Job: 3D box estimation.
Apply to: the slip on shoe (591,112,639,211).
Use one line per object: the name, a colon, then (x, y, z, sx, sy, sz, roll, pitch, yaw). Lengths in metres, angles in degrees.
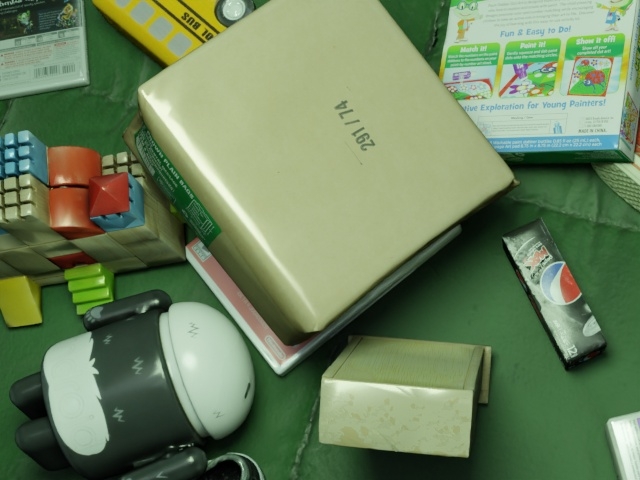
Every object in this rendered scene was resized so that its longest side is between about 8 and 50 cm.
slip on shoe: (0.458, -0.031, 1.532, 0.101, 0.123, 0.331, -44, 69, -7)

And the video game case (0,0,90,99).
video game case: (-0.403, -0.273, 1.780, 0.190, 0.022, 0.173, -9, 75, 8)

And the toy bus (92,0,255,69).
toy bus: (-0.169, -0.280, 1.699, 0.332, 0.108, 0.130, 40, 87, 16)

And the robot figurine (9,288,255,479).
robot figurine: (-0.213, 0.177, 1.559, 0.278, 0.173, 0.209, -19, 97, 4)

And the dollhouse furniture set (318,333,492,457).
dollhouse furniture set: (0.084, 0.324, 1.481, 0.362, 0.256, 0.394, 4, 97, 10)

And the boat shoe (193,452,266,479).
boat shoe: (-0.188, 0.362, 1.539, 0.306, 0.105, 0.113, -39, 73, -2)

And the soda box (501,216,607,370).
soda box: (0.271, 0.062, 1.563, 0.053, 0.060, 0.169, -26, 73, 1)

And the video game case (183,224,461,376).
video game case: (0.000, 0.000, 1.642, 0.285, 0.025, 0.204, -39, 73, -2)

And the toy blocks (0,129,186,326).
toy blocks: (-0.337, -0.034, 1.571, 0.381, 0.261, 0.191, -9, 71, 11)

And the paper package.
paper package: (-0.006, -0.092, 1.495, 0.309, 0.168, 0.325, -36, 88, -21)

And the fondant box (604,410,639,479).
fondant box: (0.499, 0.275, 1.454, 0.330, 0.096, 0.238, -14, 74, 6)

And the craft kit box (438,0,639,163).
craft kit box: (0.260, -0.213, 1.591, 0.249, 0.061, 0.247, 2, 78, 34)
